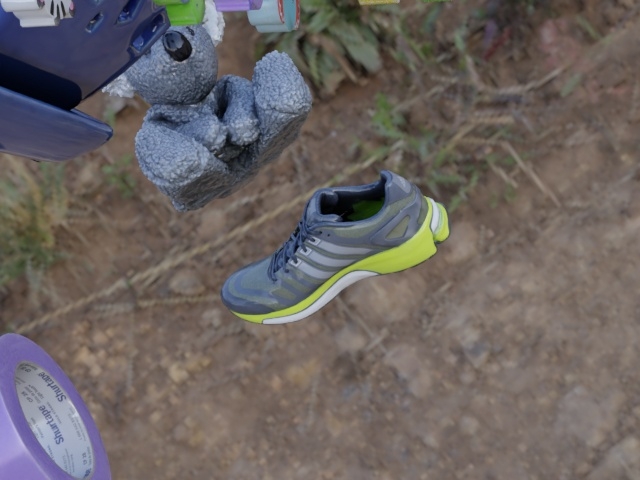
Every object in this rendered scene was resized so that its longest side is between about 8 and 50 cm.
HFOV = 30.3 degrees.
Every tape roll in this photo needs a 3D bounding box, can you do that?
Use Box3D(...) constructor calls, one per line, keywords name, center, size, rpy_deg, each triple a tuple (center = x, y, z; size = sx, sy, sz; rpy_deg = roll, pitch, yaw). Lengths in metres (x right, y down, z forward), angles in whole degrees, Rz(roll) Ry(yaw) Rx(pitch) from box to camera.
Box3D(name="tape roll", center=(-0.282, 0.188, 1.116), size=(0.080, 0.189, 0.189), rpy_deg=(-31, 20, 6))

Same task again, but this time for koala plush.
Box3D(name="koala plush", center=(-0.147, -0.164, 1.295), size=(0.196, 0.221, 0.203), rpy_deg=(-33, -8, -12))

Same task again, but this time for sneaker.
Box3D(name="sneaker", center=(0.000, 0.000, 1.431), size=(0.300, 0.121, 0.111), rpy_deg=(-27, 40, 16))

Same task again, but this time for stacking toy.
Box3D(name="stacking toy", center=(-0.030, -0.124, 0.571), size=(0.167, 0.052, 0.221), rpy_deg=(0, 4, 14))

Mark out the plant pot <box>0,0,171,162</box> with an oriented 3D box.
Box3D(name="plant pot", center=(-0.211, -0.178, 0.692), size=(0.212, 0.236, 0.236), rpy_deg=(-64, -8, 4))
